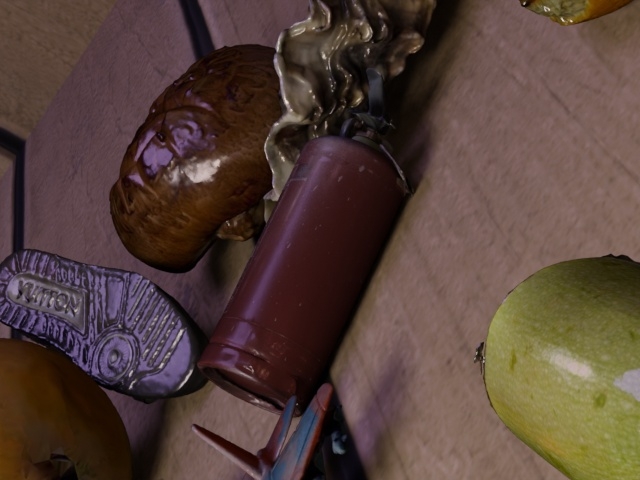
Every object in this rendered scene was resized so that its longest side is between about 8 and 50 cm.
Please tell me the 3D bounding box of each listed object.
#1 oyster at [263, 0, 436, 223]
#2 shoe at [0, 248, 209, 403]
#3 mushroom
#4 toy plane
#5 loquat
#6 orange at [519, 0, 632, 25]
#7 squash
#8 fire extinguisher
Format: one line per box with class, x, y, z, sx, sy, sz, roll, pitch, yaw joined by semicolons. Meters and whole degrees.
oyster;0.032;-0.171;1.615;0.351;0.115;0.238;-56;-10;-27
shoe;-0.183;0.091;1.802;0.293;0.149;0.109;21;84;39
mushroom;-0.103;-0.082;1.803;0.253;0.153;0.253;-49;11;13
toy plane;-0.029;0.216;1.220;0.223;0.104;0.326;-57;23;8
loquat;-0.297;0.217;1.668;0.263;0.263;0.263;-49;21;26
orange;0.197;-0.230;1.309;0.170;0.112;0.160;106;165;-46
squash;0.167;0.080;0.915;0.123;0.123;0.186;-59;22;1
fire extinguisher;0.000;0.000;1.475;0.269;0.105;0.105;-64;19;-16
